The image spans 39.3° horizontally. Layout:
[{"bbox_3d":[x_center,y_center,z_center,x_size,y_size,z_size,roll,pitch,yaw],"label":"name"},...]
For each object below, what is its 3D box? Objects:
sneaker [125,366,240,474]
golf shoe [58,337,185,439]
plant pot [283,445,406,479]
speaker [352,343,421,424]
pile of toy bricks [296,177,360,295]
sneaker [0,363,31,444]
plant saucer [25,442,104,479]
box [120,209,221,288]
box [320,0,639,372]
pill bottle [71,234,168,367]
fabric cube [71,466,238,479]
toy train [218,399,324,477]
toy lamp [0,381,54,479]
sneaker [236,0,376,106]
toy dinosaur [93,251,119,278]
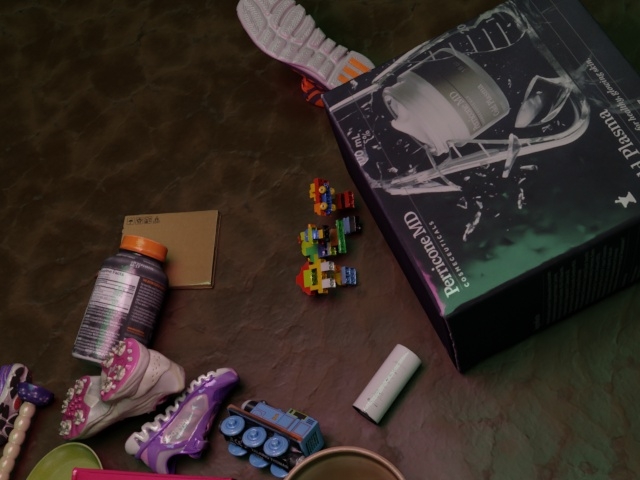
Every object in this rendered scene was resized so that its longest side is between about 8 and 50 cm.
[{"bbox_3d":[-0.223,0.323,1.571,0.236,0.095,0.104,-42,69,-4],"label":"sneaker"},{"bbox_3d":[-0.351,0.282,1.568,0.306,0.140,0.115,-37,43,40],"label":"golf shoe"},{"bbox_3d":[0.045,0.457,1.426,0.237,0.110,0.238,-6,63,11],"label":"plant pot"},{"bbox_3d":[0.116,0.246,1.544,0.055,0.055,0.136,31,75,24],"label":"speaker"},{"bbox_3d":[0.000,0.000,1.681,0.105,0.118,0.212,-12,76,38],"label":"pile of toy bricks"},{"bbox_3d":[-0.605,0.312,1.686,0.071,0.068,0.170,-1,54,29],"label":"sneaker"},{"bbox_3d":[-0.441,0.470,1.534,0.240,0.037,0.241,-21,53,29],"label":"plant saucer"},{"bbox_3d":[-0.302,0.021,1.772,0.201,0.021,0.165,-3,64,11],"label":"box"},{"bbox_3d":[0.324,-0.113,1.544,0.471,0.297,0.480,-28,61,1],"label":"box"},{"bbox_3d":[-0.360,0.116,1.661,0.130,0.130,0.246,11,74,18],"label":"pill bottle"},{"bbox_3d":[-0.238,0.504,1.385,0.258,0.259,0.254,1,65,13],"label":"fabric cube"},{"bbox_3d":[-0.087,0.330,1.527,0.184,0.080,0.105,16,44,35],"label":"toy train"},{"bbox_3d":[-0.564,0.398,1.618,0.080,0.080,0.275,10,64,17],"label":"toy lamp"},{"bbox_3d":[-0.038,-0.359,1.794,0.321,0.180,0.125,39,78,-1],"label":"sneaker"},{"bbox_3d":[-0.398,0.034,1.755,0.090,0.047,0.082,1,46,25],"label":"toy dinosaur"}]
